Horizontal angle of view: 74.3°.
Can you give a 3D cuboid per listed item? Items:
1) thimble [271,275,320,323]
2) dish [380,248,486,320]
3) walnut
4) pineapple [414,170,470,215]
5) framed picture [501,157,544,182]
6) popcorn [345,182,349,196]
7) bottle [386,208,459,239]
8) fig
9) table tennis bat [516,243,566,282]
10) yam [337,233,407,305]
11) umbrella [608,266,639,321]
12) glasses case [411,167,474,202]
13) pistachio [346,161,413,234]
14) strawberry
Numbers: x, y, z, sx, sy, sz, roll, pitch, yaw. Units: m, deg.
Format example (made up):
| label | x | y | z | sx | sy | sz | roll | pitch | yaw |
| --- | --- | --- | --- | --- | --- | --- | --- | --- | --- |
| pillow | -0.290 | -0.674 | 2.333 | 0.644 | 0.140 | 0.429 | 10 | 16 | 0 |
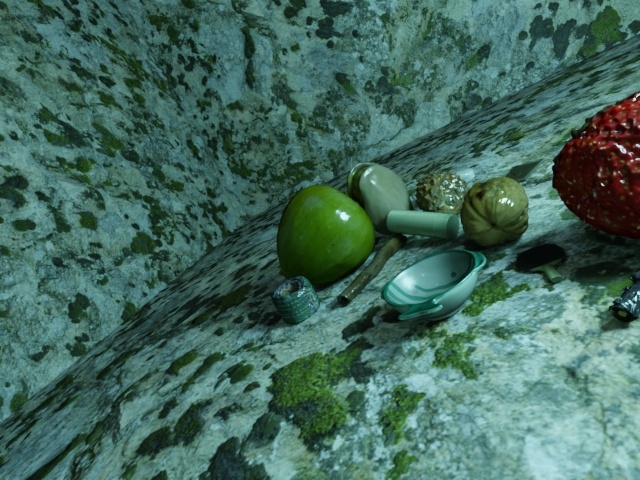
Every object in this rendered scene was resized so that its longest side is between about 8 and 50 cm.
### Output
| label | x | y | z | sx | sy | sz | roll | pitch | yaw |
| --- | --- | --- | --- | --- | --- | --- | --- | --- | --- |
| thimble | -0.070 | 0.165 | 1.179 | 0.119 | 0.090 | 0.135 | -34 | 17 | -13 |
| dish | 0.225 | 0.107 | 0.834 | 0.224 | 0.078 | 0.246 | -21 | 15 | 29 |
| walnut | 0.407 | -0.069 | 0.986 | 0.156 | 0.155 | 0.184 | -19 | 21 | 33 |
| pineapple | 0.369 | -0.140 | 1.298 | 0.166 | 0.166 | 0.193 | -28 | 14 | 4 |
| framed picture | 0.633 | -0.215 | 1.349 | 0.149 | 0.011 | 0.109 | -37 | 16 | -32 |
| popcorn | 0.175 | -0.175 | 1.757 | 0.156 | 0.197 | 0.198 | -38 | 17 | -28 |
| bottle | 0.287 | -0.048 | 1.201 | 0.072 | 0.072 | 0.202 | -37 | 30 | -32 |
| fig | 0.000 | 0.000 | 1.271 | 0.316 | 0.316 | 0.316 | -27 | 14 | 7 |
| table tennis bat | 0.427 | 0.043 | 0.809 | 0.087 | 0.013 | 0.156 | -23 | 14 | 19 |
| yam | 0.151 | 0.071 | 1.183 | 0.327 | 0.045 | 0.045 | -40 | -5 | -40 |
| umbrella | 0.464 | 0.064 | 0.606 | 0.144 | 0.037 | 0.040 | -35 | 36 | -22 |
| glasses case | 0.448 | -0.200 | 1.551 | 0.234 | 0.059 | 0.092 | -25 | 15 | 17 |
| pistachio | 0.204 | -0.132 | 1.352 | 0.197 | 0.288 | 0.166 | -48 | 38 | -12 |
| strawberry | 0.542 | -0.107 | 0.692 | 0.239 | 0.250 | 0.288 | -20 | 40 | 7 |
